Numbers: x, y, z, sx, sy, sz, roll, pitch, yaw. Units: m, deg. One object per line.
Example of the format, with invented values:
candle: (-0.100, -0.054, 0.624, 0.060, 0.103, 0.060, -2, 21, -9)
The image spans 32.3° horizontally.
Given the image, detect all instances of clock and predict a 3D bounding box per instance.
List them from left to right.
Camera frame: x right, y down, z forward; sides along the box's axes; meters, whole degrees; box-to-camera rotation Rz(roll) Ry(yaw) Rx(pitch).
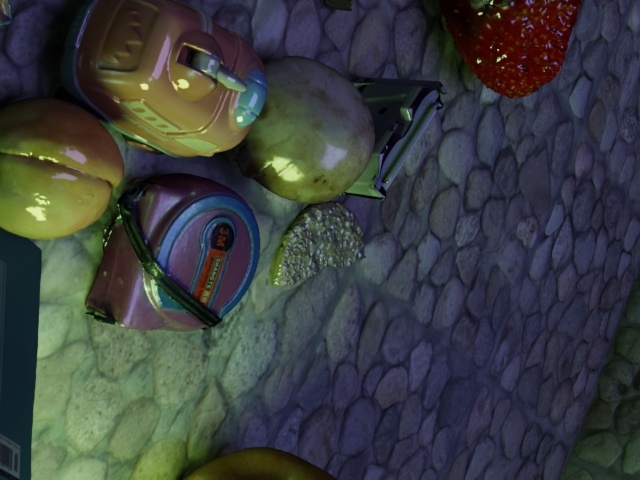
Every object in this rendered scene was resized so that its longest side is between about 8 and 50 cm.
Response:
clock: (0.085, -0.187, 1.887, 0.253, 0.186, 0.083, -57, 135, -24)

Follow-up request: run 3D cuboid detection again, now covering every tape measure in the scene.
tape measure: (-0.214, 0.016, 1.604, 0.245, 0.149, 0.231, 14, 93, -46)

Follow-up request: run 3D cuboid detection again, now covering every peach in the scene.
peach: (-0.337, -0.089, 1.380, 0.184, 0.184, 0.184, -21, 118, -48)

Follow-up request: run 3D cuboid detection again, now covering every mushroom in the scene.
mushroom: (-0.036, -0.172, 1.732, 0.255, 0.184, 0.255, 6, 77, -27)

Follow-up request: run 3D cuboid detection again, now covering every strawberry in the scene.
strawberry: (0.354, -0.448, 2.130, 0.292, 0.292, 0.343, -54, 162, -27)

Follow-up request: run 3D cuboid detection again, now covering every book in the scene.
book: (-0.413, 0.099, 1.274, 0.264, 0.031, 0.379, 50, 24, -48)

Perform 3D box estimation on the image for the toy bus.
toy bus: (-0.194, -0.225, 1.475, 0.287, 0.232, 0.194, 30, 75, -51)

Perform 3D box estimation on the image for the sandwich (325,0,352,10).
sandwich: (0.027, -0.412, 1.859, 0.083, 0.044, 0.031, -102, 175, -48)

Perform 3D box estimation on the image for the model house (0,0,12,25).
model house: (-0.426, -0.315, 1.216, 0.172, 0.166, 0.183, 54, 42, -64)

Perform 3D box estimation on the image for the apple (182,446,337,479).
apple: (-0.093, 0.521, 1.728, 0.391, 0.391, 0.346, -26, 123, -46)

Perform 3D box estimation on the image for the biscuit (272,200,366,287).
biscuit: (0.002, -0.004, 1.966, 0.250, 0.032, 0.133, -17, 113, -48)
